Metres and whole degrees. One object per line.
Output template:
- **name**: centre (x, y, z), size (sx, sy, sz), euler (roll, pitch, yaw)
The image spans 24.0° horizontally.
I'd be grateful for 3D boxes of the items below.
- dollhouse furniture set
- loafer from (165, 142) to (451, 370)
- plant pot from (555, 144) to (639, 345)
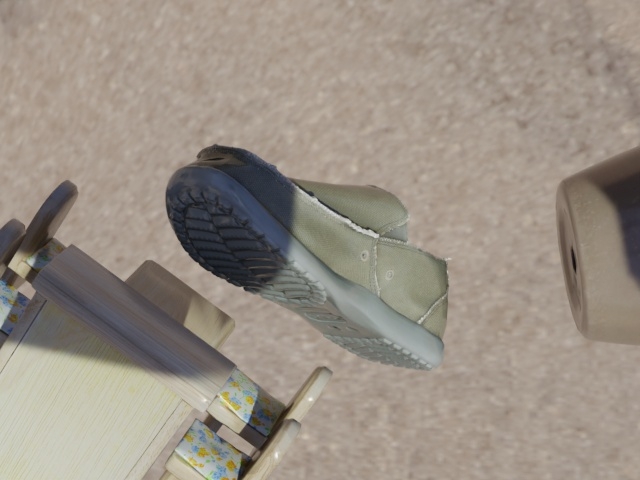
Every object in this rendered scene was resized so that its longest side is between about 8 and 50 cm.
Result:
- **dollhouse furniture set**: centre (-0.106, 0.063, 0.880), size (0.212, 0.242, 0.161), euler (36, 116, 0)
- **loafer**: centre (0.000, 0.000, 0.940), size (0.251, 0.094, 0.087), euler (38, 65, -46)
- **plant pot**: centre (0.337, -0.003, 1.360), size (0.229, 0.263, 0.263), euler (-8, 86, 2)
